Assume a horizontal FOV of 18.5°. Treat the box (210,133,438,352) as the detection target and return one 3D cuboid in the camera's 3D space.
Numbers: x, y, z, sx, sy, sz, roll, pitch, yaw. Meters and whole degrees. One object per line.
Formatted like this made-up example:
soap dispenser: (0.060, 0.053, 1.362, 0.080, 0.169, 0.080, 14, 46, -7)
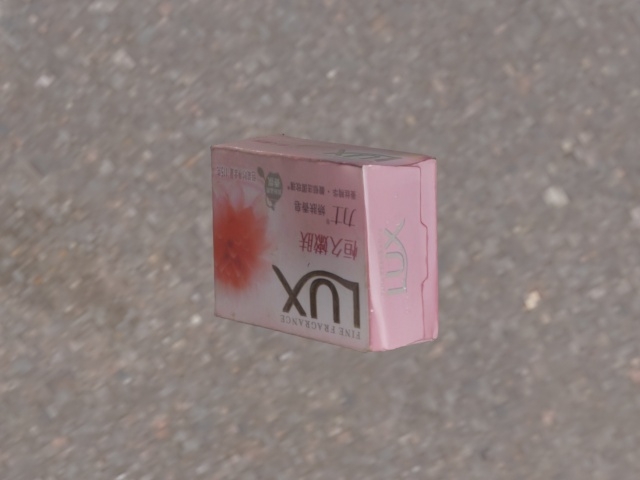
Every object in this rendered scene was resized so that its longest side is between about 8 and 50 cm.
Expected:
box: (0.000, 0.000, 1.134, 0.060, 0.156, 0.111, -10, 102, -38)
